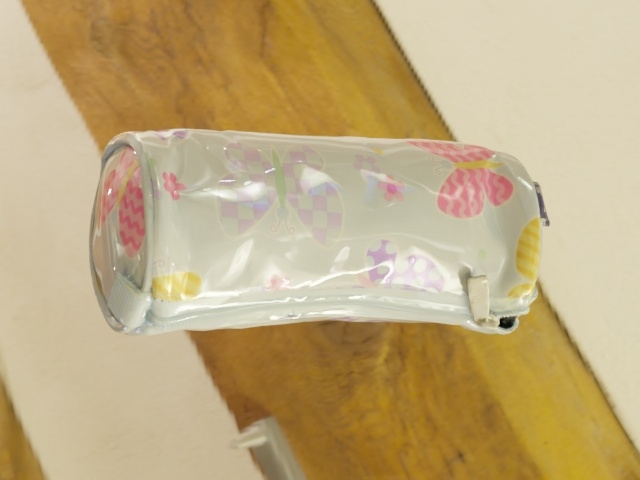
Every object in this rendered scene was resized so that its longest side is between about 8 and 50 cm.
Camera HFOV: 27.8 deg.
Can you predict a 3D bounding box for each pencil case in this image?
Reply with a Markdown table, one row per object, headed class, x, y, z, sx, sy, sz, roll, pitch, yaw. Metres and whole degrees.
| class | x | y | z | sx | sy | sz | roll | pitch | yaw |
| --- | --- | --- | --- | --- | --- | --- | --- | --- | --- |
| pencil case | 0.000 | 0.000 | 0.772 | 0.113 | 0.273 | 0.124 | -42 | -129 | 55 |
